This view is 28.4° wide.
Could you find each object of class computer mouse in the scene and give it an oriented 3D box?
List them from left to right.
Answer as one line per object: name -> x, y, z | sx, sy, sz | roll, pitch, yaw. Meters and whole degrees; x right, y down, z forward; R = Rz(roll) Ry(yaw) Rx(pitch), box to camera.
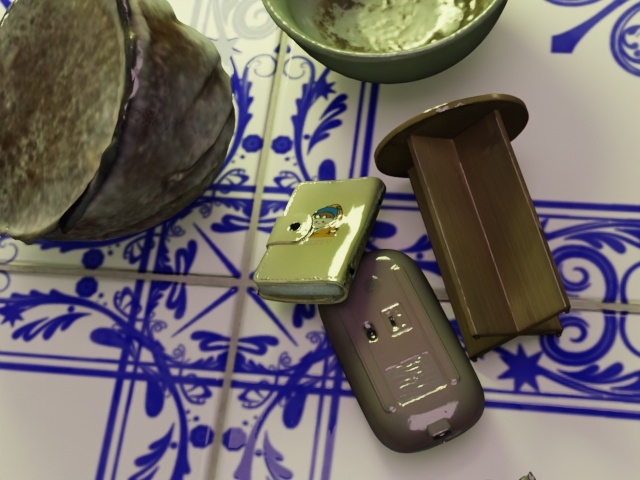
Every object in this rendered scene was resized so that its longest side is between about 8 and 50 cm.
computer mouse -> 0.078, 0.108, 1.262 | 0.120, 0.057, 0.232 | -25, 54, -3

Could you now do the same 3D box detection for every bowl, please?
bowl -> 0.082, -0.282, 1.413 | 0.289, 0.146, 0.289 | -4, 64, 8

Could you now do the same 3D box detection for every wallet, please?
wallet -> 0.000, 0.000, 1.314 | 0.110, 0.039, 0.155 | -1, 44, 26

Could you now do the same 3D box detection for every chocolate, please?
chocolate -> -0.209, -0.125, 1.336 | 0.303, 0.213, 0.303 | -12, 72, 44

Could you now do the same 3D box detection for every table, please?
table -> 0.164, -0.007, 1.268 | 0.167, 0.167, 0.227 | -16, 71, 0

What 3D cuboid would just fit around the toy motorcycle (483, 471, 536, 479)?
toy motorcycle -> 0.151, 0.326, 1.126 | 0.157, 0.091, 0.263 | 32, 69, 17
